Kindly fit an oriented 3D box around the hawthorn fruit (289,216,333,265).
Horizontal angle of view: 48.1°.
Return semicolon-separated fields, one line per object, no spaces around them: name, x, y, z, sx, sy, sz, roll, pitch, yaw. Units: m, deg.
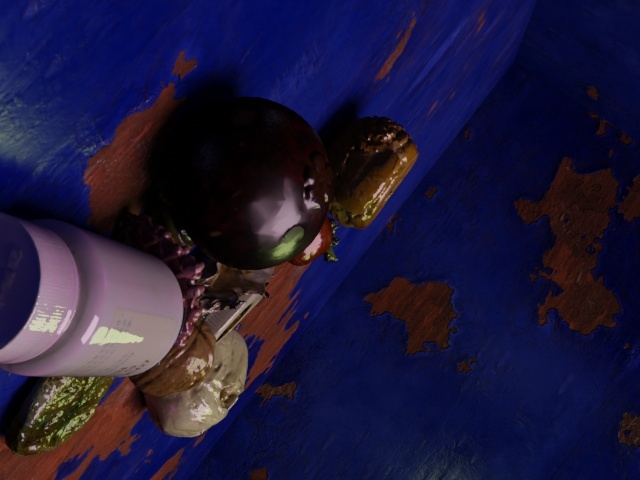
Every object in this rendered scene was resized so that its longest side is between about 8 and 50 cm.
hawthorn fruit;-0.057;-0.042;1.921;0.185;0.185;0.202;-42;146;-43

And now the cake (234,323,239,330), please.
cake;-0.340;0.382;2.268;0.116;0.112;0.296;23;91;-83

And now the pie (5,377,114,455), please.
pie;-0.510;0.318;1.446;0.277;0.078;0.277;-51;169;-13

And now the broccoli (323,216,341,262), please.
broccoli;0.000;0.000;2.271;0.154;0.160;0.167;-22;171;-11

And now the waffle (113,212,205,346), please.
waffle;-0.292;0.075;1.261;0.055;0.221;0.234;-28;146;-47

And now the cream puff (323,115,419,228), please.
cream puff;0.103;-0.193;1.948;0.327;0.231;0.343;-54;175;25

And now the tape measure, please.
tape measure;-0.242;0.146;1.834;0.271;0.133;0.231;-44;175;-15

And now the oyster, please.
oyster;-0.208;0.082;1.669;0.133;0.198;0.337;-9;-154;35

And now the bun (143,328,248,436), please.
bun;-0.333;0.408;2.020;0.361;0.213;0.361;-50;165;-19

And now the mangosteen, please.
mangosteen;-0.153;-0.101;1.279;0.306;0.359;0.306;3;90;-65

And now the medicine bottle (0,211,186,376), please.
medicine bottle;-0.362;0.087;1.026;0.214;0.213;0.378;-53;162;-1

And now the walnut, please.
walnut;-0.346;0.256;1.630;0.213;0.213;0.213;-50;167;-16
